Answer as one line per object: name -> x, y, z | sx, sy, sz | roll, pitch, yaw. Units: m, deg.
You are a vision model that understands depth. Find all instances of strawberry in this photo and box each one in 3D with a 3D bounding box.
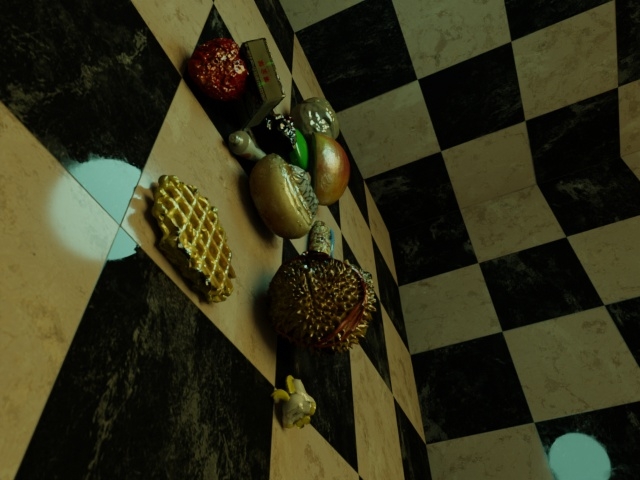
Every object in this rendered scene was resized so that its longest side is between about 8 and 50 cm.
strawberry -> -0.325, -0.526, 1.544 | 0.184, 0.187, 0.201 | 38, 37, 21

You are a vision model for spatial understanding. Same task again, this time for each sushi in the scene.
sushi -> -0.166, -0.421, 1.974 | 0.172, 0.153, 0.150 | 49, 41, -9

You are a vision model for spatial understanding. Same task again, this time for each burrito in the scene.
burrito -> -0.081, -0.189, 1.994 | 0.445, 0.101, 0.139 | 61, 36, -74

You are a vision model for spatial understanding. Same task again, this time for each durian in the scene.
durian -> -0.002, 0.190, 1.536 | 0.384, 0.347, 0.348 | -3, 74, -62
durian -> 0.197, 0.200, 2.535 | 0.193, 0.137, 0.237 | 4, 68, -73

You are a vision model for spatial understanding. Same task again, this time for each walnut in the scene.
walnut -> -0.031, -0.563, 2.459 | 0.273, 0.227, 0.273 | 54, 24, -37

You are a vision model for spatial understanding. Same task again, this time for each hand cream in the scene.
hand cream -> -0.232, -0.303, 1.755 | 0.124, 0.078, 0.340 | 40, 4, 19

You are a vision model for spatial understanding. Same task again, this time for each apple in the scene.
apple -> 0.029, -0.331, 2.347 | 0.254, 0.179, 0.346 | -18, 113, -60

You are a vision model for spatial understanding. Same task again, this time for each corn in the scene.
corn -> 0.000, 0.000, 2.164 | 0.290, 0.098, 0.098 | -86, 153, -56

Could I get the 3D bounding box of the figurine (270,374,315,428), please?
figurine -> -0.067, 0.454, 1.430 | 0.130, 0.109, 0.178 | 50, 11, 5

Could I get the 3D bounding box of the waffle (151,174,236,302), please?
waffle -> -0.299, -0.006, 1.203 | 0.312, 0.060, 0.307 | 40, 33, -63

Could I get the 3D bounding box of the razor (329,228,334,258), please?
razor -> 0.060, 0.043, 2.424 | 0.082, 0.042, 0.253 | 117, -26, -46

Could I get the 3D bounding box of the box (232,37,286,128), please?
box -> -0.230, -0.521, 1.689 | 0.310, 0.084, 0.198 | -11, -81, 68

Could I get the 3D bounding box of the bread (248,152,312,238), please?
bread -> -0.141, -0.142, 1.703 | 0.305, 0.158, 0.306 | -23, 90, -81

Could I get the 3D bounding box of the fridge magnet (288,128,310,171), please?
fridge magnet -> -0.100, -0.410, 2.291 | 0.208, 0.088, 0.208 | -16, 90, -80

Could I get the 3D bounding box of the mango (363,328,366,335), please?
mango -> 0.167, 0.367, 2.353 | 0.191, 0.085, 0.122 | 68, 2, -51
